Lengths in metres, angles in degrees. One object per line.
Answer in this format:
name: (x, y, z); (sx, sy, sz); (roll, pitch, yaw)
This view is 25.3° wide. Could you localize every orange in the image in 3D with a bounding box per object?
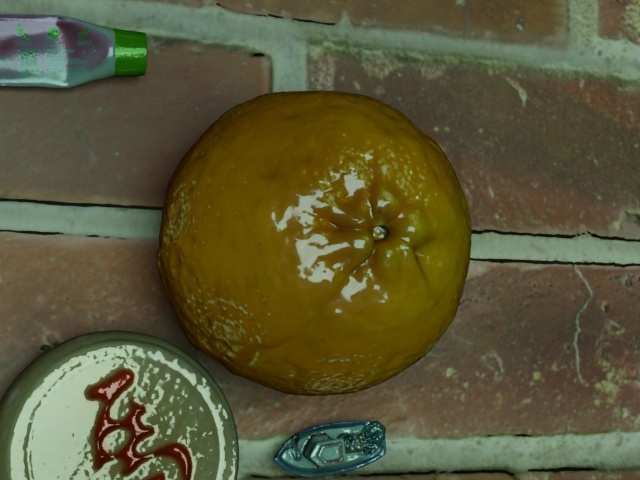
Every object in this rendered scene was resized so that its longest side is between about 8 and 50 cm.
orange: (0.000, 0.000, 1.521); (0.340, 0.293, 0.340); (3, 81, -21)

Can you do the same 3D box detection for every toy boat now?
toy boat: (0.013, 0.237, 1.618); (0.140, 0.066, 0.059); (-7, 89, -20)

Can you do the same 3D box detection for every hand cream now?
hand cream: (-0.329, -0.207, 1.565); (0.275, 0.050, 0.079); (-1, 58, -15)

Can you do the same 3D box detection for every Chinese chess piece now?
Chinese chess piece: (-0.219, 0.229, 1.513); (0.273, 0.102, 0.273); (3, 82, -20)
